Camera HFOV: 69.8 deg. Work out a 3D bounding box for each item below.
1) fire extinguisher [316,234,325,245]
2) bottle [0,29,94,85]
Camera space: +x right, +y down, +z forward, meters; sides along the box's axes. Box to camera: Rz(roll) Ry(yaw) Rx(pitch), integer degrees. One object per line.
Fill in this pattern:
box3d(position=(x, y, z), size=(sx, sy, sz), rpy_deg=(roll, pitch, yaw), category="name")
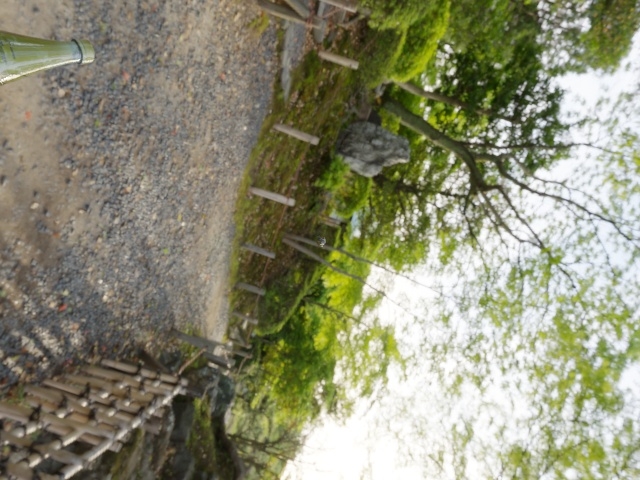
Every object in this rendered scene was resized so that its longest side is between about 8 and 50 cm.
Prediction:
box3d(position=(0.000, 0.000, 1.182), size=(0.022, 0.028, 0.083), rpy_deg=(-43, 178, -3), category="fire extinguisher")
box3d(position=(-0.483, -0.281, 0.701), size=(0.269, 0.083, 0.083), rpy_deg=(-28, 148, -45), category="bottle")
